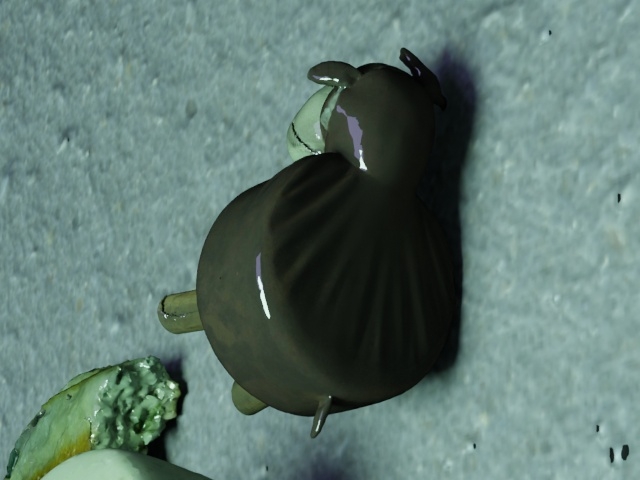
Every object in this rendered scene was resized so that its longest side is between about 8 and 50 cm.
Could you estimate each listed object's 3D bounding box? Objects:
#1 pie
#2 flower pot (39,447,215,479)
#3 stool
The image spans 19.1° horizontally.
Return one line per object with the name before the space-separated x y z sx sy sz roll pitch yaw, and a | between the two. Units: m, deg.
pie | -0.141 0.224 1.153 0.302 0.067 0.302 -19 66 51
flower pot | -0.176 0.275 0.986 0.367 0.165 0.254 -30 44 43
stool | 0.000 0.000 0.974 0.121 0.125 0.217 -16 58 54
